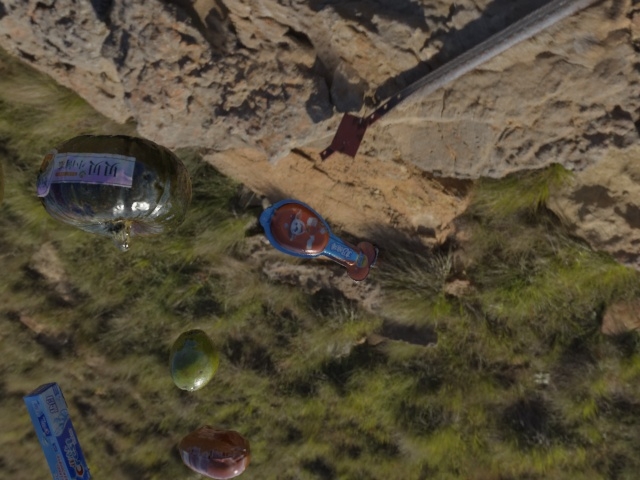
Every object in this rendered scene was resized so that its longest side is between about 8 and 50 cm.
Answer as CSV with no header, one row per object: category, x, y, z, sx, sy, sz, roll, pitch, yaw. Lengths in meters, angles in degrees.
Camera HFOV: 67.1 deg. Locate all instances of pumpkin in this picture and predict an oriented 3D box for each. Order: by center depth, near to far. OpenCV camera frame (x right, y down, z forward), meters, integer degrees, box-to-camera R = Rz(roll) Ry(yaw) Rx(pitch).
pumpkin,-0.354,-0.075,0.862,0.261,0.260,0.189,2,82,13

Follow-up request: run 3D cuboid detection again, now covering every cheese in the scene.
cheese,0.000,0.000,0.941,0.256,0.106,0.037,26,168,-17

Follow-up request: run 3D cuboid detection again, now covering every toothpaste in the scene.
toothpaste,-0.650,0.491,1.199,0.053,0.066,0.272,-12,99,10

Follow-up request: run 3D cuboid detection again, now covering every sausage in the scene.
sausage,-0.298,0.591,1.346,0.259,0.133,0.133,-9,122,43

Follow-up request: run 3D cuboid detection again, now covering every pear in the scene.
pear,-0.269,0.256,1.028,0.107,0.107,0.131,1,91,14

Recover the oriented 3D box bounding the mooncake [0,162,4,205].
mooncake,-0.715,-0.105,0.902,0.117,0.235,0.234,0,124,38
